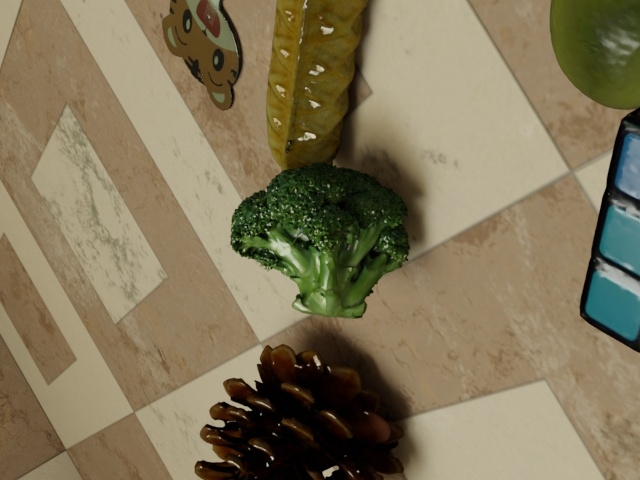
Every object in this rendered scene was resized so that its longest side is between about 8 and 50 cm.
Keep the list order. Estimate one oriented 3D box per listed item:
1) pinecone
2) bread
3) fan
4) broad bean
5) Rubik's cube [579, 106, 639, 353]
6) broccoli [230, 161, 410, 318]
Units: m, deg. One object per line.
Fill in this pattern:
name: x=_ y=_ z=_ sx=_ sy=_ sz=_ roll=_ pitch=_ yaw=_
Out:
pinecone: x=-0.040 y=0.275 z=1.117 sx=0.264 sy=0.264 sz=0.264 roll=33 pitch=137 yaw=36
bread: x=-0.002 y=-0.207 z=0.864 sx=0.084 sy=0.077 sz=0.367 roll=45 pitch=145 yaw=30
fan: x=-0.131 y=-0.265 z=1.052 sx=0.152 sy=0.008 sz=0.226 roll=52 pitch=147 yaw=15
broad bean: x=0.216 y=-0.165 z=0.594 sx=0.124 sy=0.082 sz=0.174 roll=53 pitch=145 yaw=9
Rubik's cube: x=0.282 y=-0.005 z=0.556 sx=0.162 sy=0.163 sz=0.160 roll=36 pitch=139 yaw=39
broccoli: x=0.000 y=0.000 z=0.919 sx=0.195 sy=0.195 sz=0.156 roll=-4 pitch=80 yaw=54
